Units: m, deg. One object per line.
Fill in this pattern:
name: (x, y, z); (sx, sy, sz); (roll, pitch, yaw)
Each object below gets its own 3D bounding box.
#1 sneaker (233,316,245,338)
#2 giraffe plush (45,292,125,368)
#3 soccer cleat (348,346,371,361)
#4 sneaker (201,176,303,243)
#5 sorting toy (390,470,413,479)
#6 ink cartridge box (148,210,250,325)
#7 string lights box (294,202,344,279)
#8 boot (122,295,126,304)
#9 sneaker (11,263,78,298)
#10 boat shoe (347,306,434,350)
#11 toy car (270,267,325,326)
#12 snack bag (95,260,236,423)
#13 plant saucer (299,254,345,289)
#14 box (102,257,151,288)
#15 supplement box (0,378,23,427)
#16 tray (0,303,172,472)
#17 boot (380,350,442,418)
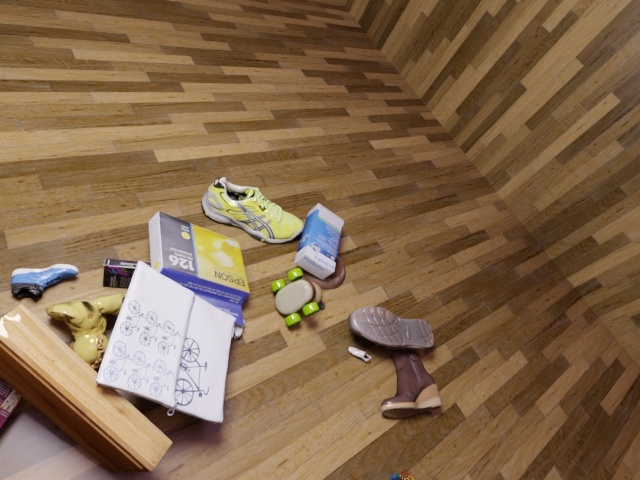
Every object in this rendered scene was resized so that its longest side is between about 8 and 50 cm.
sneaker: (-0.303, 0.253, 1.229); (0.152, 0.054, 0.061); (19, 52, -18)
giraffe plush: (-0.577, 0.233, 1.023); (0.181, 0.210, 0.171); (-9, 89, -29)
soccer cleat: (0.135, 0.387, 1.393); (0.083, 0.036, 0.029); (34, 47, -4)
sneaker: (-0.230, -0.104, 1.475); (0.384, 0.147, 0.145); (17, 48, -22)
sorting toy: (0.238, 0.718, 1.200); (0.101, 0.042, 0.061); (-23, 70, -40)
ink cartridge box: (-0.354, 0.083, 1.215); (0.303, 0.072, 0.307); (26, 29, -44)
string lights box: (0.000, 0.000, 1.513); (0.133, 0.076, 0.260); (33, 46, -21)
boot: (-0.458, 0.221, 1.137); (0.246, 0.083, 0.161); (-7, 95, -72)
sneaker: (-0.729, 0.113, 1.079); (0.152, 0.058, 0.085); (-3, 53, -27)
boat shoe: (0.237, 0.332, 1.433); (0.355, 0.130, 0.133); (20, 52, -24)
toy car: (-0.053, 0.193, 1.397); (0.188, 0.148, 0.155); (11, 49, -61)
snack bag: (-0.338, 0.252, 0.987); (0.342, 0.037, 0.323); (43, 29, -36)
plant saucer: (0.015, 0.091, 1.548); (0.198, 0.036, 0.199); (15, 51, -19)
box: (-0.533, 0.100, 1.166); (0.161, 0.116, 0.029); (7, 51, -26)
supplement box: (-0.728, 0.362, 0.849); (0.188, 0.080, 0.104); (-72, 148, -42)
tray: (-0.520, 0.329, 0.849); (0.411, 0.202, 0.076); (51, 40, -15)
boot: (0.280, 0.486, 1.392); (0.248, 0.090, 0.207); (4, 43, -26)
